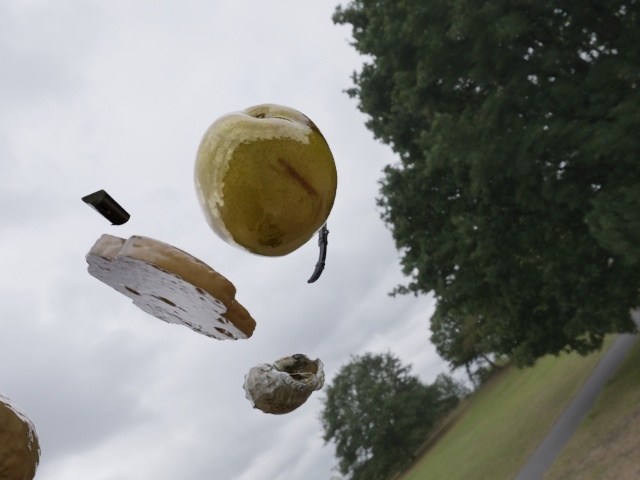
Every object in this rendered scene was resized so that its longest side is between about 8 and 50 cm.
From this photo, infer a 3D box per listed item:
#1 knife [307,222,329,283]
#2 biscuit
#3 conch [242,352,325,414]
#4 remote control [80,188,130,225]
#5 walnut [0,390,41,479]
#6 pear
[{"bbox_3d":[0.005,0.001,1.285,0.021,0.046,0.222,26,-110,-47],"label":"knife"},{"bbox_3d":[-0.228,0.078,0.801,0.376,0.269,0.051,-32,28,61],"label":"biscuit"},{"bbox_3d":[-0.071,0.295,1.108,0.207,0.130,0.155,-25,32,38],"label":"conch"},{"bbox_3d":[-0.276,-0.039,0.671,0.034,0.016,0.091,-25,-17,-5],"label":"remote control"},{"bbox_3d":[-0.768,0.461,1.045,0.384,0.383,0.383,-36,-24,-19],"label":"walnut"},{"bbox_3d":[-0.112,-0.122,1.067,0.314,0.314,0.314,-36,-24,-19],"label":"pear"}]
